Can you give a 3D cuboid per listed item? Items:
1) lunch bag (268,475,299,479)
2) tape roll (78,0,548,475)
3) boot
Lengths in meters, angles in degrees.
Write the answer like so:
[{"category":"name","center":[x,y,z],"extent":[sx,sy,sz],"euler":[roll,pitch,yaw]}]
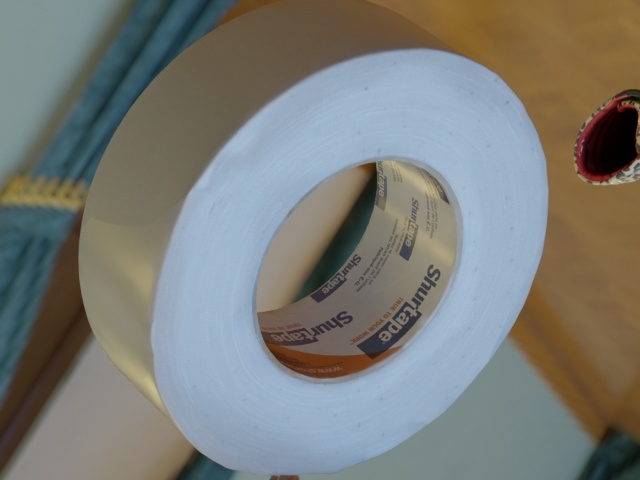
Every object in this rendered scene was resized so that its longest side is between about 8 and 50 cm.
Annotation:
[{"category":"lunch bag","center":[-0.020,0.262,0.911],"extent":[0.115,0.243,0.303],"euler":[20,-162,-3]},{"category":"tape roll","center":[0.000,0.000,0.927],"extent":[0.219,0.219,0.072],"euler":[41,178,-43]},{"category":"boot","center":[0.343,-0.115,1.693],"extent":[0.178,0.236,0.085],"euler":[-3,-119,-45]}]
